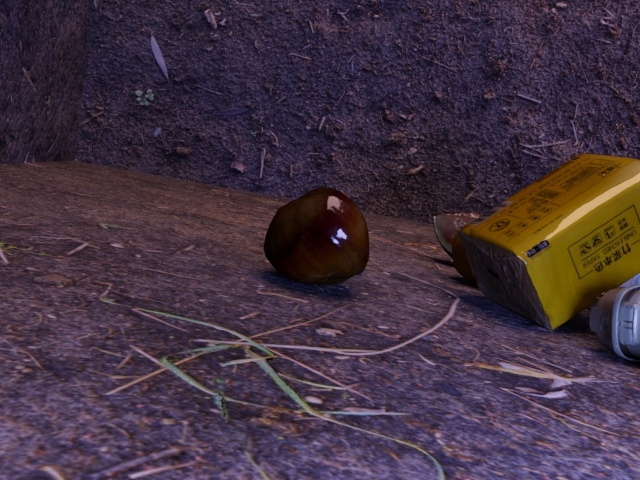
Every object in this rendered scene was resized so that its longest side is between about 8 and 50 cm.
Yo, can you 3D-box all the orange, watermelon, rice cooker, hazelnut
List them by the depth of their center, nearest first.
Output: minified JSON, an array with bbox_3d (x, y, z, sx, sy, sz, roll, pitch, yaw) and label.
[{"bbox_3d":[0.605,0.153,1.176,0.206,0.145,0.127,3,-2,-25],"label":"rice cooker"},{"bbox_3d":[0.000,0.000,1.295,0.217,0.217,0.251,6,-13,-28],"label":"hazelnut"},{"bbox_3d":[0.454,0.031,1.684,0.205,0.206,0.206,10,8,-1],"label":"orange"},{"bbox_3d":[0.514,-0.006,1.995,0.318,0.226,0.148,28,-11,29],"label":"watermelon"}]

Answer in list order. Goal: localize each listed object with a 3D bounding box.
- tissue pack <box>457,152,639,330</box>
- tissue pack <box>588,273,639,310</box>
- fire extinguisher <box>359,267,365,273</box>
[{"bbox_3d":[0.549,-0.010,1.398,0.381,0.228,0.293,-32,18,-8],"label":"tissue pack"},{"bbox_3d":[0.852,0.097,1.572,0.310,0.228,0.128,12,7,12],"label":"tissue pack"},{"bbox_3d":[0.036,0.056,1.494,0.157,0.045,0.078,7,30,-29],"label":"fire extinguisher"}]
